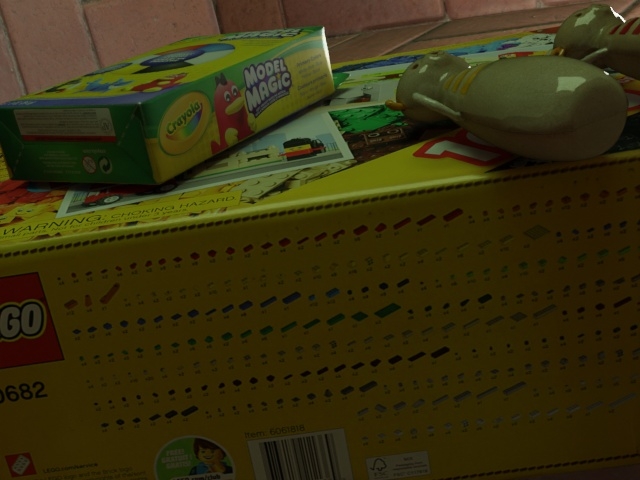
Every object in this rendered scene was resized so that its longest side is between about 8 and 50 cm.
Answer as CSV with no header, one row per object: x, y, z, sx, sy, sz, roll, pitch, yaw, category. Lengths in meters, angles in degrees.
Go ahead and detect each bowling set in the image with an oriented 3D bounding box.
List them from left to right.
0.177,-0.168,0.474,0.287,0.200,0.154,-14,20,-22,bowling set

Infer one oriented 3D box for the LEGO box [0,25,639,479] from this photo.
0.000,0.000,0.652,0.500,0.193,0.372,-9,21,4,LEGO box

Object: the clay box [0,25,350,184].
-0.086,-0.098,0.597,0.127,0.053,0.222,4,26,32,clay box
